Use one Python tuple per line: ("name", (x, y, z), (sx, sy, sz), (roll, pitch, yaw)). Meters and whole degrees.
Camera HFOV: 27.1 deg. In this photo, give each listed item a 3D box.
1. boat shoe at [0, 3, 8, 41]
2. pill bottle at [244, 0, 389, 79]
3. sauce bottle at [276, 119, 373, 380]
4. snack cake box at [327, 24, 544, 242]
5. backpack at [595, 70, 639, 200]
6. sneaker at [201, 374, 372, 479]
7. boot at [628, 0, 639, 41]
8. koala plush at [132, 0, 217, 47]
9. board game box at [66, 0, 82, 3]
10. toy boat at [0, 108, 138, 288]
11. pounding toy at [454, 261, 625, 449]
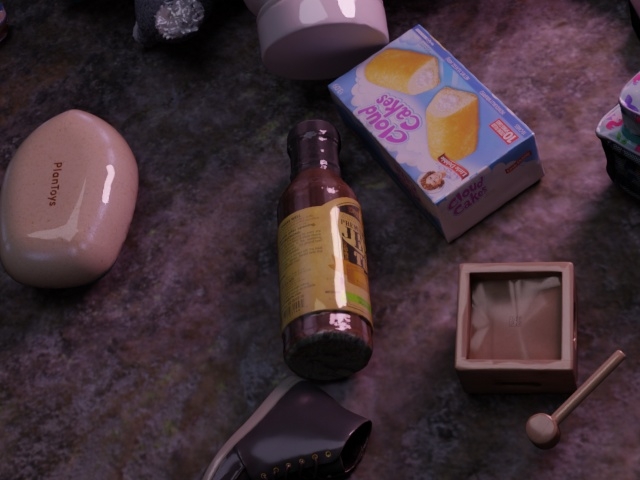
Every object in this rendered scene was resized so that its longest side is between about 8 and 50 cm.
("boat shoe", (-0.552, -0.292, 2.067), (0.066, 0.066, 0.183), (30, 65, 32))
("pill bottle", (-0.016, -0.415, 1.794), (0.204, 0.204, 0.361), (-13, 72, 12))
("sauce bottle", (0.000, 0.000, 1.624), (0.111, 0.111, 0.344), (-13, 54, 12))
("snack cake box", (0.143, -0.140, 1.684), (0.152, 0.089, 0.264), (-34, 51, -6))
("backpack", (0.468, -0.121, 1.496), (0.225, 0.191, 0.253), (-43, 58, -12))
("sneaker", (-0.044, 0.259, 1.477), (0.118, 0.083, 0.222), (23, 66, 32))
("boot", (0.514, -0.392, 1.719), (0.280, 0.096, 0.264), (-20, 51, 6))
("koala plush", (-0.192, -0.379, 1.932), (0.196, 0.203, 0.221), (5, 65, 62))
("board game box", (-0.342, -0.458, 2.015), (0.210, 0.047, 0.160), (0, 83, 58))
("toy boat", (-0.398, -0.051, 1.808), (0.318, 0.148, 0.267), (1, 62, 13))
("pounding toy", (0.244, 0.135, 1.456), (0.181, 0.094, 0.206), (-1, 65, 14))
